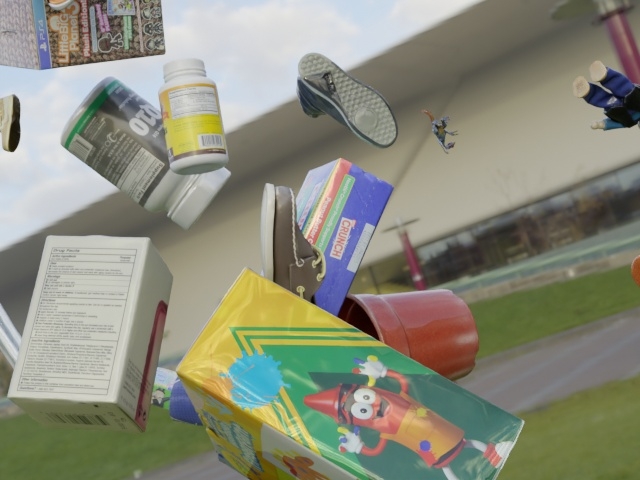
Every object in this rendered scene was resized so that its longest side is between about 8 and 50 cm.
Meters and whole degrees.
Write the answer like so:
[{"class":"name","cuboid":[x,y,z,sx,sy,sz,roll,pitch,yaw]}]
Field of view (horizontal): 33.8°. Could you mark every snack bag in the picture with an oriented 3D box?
[{"class":"snack bag","cuboid":[-0.581,0.155,1.903,0.037,0.342,0.323,-30,-8,-19]}]

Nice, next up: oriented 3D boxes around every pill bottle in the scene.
[{"class":"pill bottle","cuboid":[-0.253,-0.243,2.067,0.117,0.215,0.117,-10,-7,-1]},{"class":"pill bottle","cuboid":[-0.400,-0.196,2.435,0.204,0.361,0.204,-52,6,8]}]

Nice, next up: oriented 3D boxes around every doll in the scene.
[{"class":"doll","cuboid":[0.499,-0.228,1.752,0.189,0.046,0.129,23,-53,-34]}]

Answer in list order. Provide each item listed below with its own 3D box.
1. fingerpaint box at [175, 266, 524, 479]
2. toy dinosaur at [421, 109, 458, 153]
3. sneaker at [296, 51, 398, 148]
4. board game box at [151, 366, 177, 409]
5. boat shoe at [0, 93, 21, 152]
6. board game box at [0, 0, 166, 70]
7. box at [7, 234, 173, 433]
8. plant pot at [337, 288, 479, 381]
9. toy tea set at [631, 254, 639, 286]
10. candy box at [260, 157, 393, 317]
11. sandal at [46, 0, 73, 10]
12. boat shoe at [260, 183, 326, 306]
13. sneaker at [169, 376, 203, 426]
[{"class":"fingerpaint box","cuboid":[0.037,0.259,1.357,0.163,0.371,0.445,-57,-15,-20]},{"class":"toy dinosaur","cuboid":[0.245,-0.218,2.110,0.047,0.090,0.082,-33,-26,-13]},{"class":"sneaker","cuboid":[0.046,-0.248,1.971,0.086,0.226,0.163,-46,-1,-11]},{"class":"board game box","cuboid":[-0.259,0.350,2.320,0.317,0.046,0.213,17,1,-3]},{"class":"boat shoe","cuboid":[-0.682,-0.252,2.290,0.045,0.135,0.050,-6,-22,11]},{"class":"board game box","cuboid":[-0.506,-0.444,2.175,0.291,0.141,0.232,-15,20,-36]},{"class":"box","cuboid":[-0.295,0.123,1.383,0.149,0.232,0.127,1,-28,11]},{"class":"plant pot","cuboid":[0.172,0.219,2.220,0.265,0.272,0.272,-10,-9,-31]},{"class":"toy tea set","cuboid":[0.635,0.005,1.623,0.124,0.200,0.336,-14,13,-32]},{"class":"candy box","cuboid":[0.000,0.000,1.964,0.122,0.268,0.317,26,-5,-11]},{"class":"sandal","cuboid":[-0.518,-0.524,1.979,0.102,0.265,0.076,-46,-42,9]},{"class":"boat shoe","cuboid":[-0.040,0.058,1.606,0.097,0.324,0.116,-2,30,-1]},{"class":"sneaker","cuboid":[-0.141,0.299,1.965,0.316,0.127,0.182,0,3,11]}]
